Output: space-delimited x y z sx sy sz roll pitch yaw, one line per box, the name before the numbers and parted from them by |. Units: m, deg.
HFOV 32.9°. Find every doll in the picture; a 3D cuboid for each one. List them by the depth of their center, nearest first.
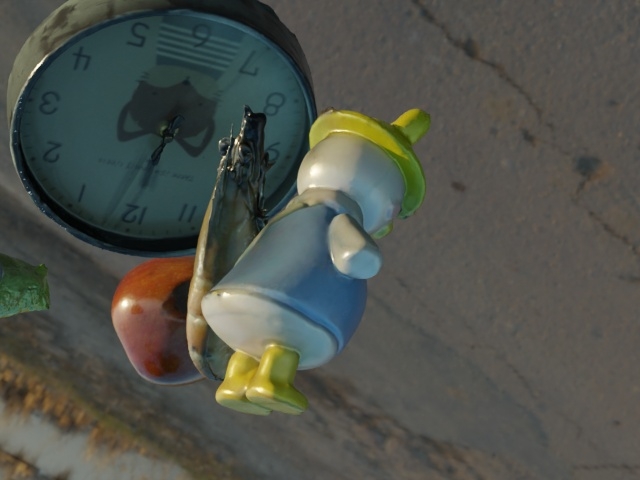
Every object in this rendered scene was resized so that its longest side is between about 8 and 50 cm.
doll | 0.001 0.001 0.715 0.098 0.241 0.135 29 152 8

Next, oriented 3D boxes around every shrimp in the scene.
shrimp | -0.035 -0.003 0.949 0.051 0.198 0.262 23 118 34

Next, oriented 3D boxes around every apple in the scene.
apple | -0.221 0.124 1.784 0.229 0.230 0.230 21 154 11

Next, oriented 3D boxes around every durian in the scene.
durian | -0.502 0.063 1.548 0.250 0.101 0.139 7 178 -42

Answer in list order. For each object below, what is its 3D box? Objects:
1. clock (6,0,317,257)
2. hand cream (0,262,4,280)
clock | -0.159 -0.119 1.128 0.325 0.067 0.325 -7 131 -8
hand cream | -0.421 0.030 1.153 0.083 0.048 0.224 8 180 29
